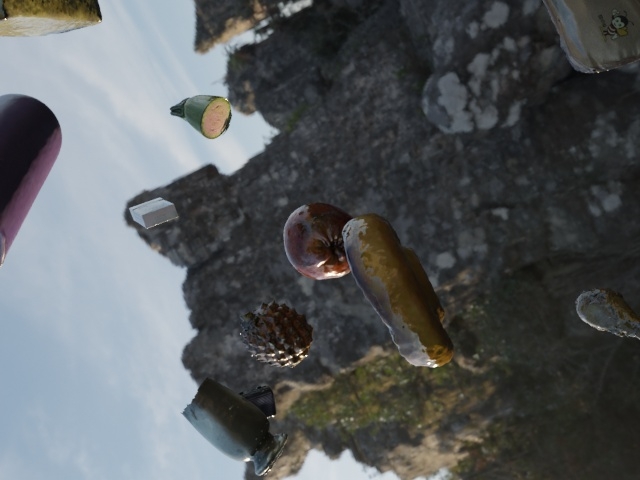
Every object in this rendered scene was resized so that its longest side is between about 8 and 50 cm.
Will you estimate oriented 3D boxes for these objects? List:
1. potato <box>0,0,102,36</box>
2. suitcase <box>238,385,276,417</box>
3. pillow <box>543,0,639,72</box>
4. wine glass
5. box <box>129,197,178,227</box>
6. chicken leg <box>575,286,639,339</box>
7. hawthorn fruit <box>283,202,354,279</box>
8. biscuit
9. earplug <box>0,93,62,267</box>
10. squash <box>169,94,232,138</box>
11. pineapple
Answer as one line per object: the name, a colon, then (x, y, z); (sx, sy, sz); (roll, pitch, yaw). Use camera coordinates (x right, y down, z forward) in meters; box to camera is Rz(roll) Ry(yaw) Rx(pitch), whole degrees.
potato: (-0.354, -0.306, 0.836); (0.255, 0.112, 0.269); (49, -150, -76)
suitcase: (-0.184, 0.455, 1.989); (0.059, 0.126, 0.086); (22, 123, 63)
pillow: (0.341, -0.323, 0.936); (0.038, 0.130, 0.233); (90, 159, -74)
wine glass: (-0.168, 0.363, 1.418); (0.204, 0.111, 0.111); (36, -171, 2)
box: (-0.410, -0.069, 1.779); (0.154, 0.084, 0.040); (21, 132, 63)
chicken leg: (0.574, 0.149, 1.383); (0.069, 0.085, 0.198); (16, -168, -39)
hawthorn fruit: (0.000, 0.000, 1.546); (0.173, 0.173, 0.173); (62, -171, -18)
biscuit: (0.117, 0.059, 1.119); (0.213, 0.091, 0.274); (54, -168, -36)
earplug: (-0.612, -0.132, 1.349); (0.215, 0.215, 0.456); (60, -163, -30)
squash: (-0.286, -0.303, 1.685); (0.132, 0.105, 0.105); (26, 169, 28)
pineapple: (-0.121, 0.229, 1.804); (0.193, 0.166, 0.166); (34, -158, -24)
